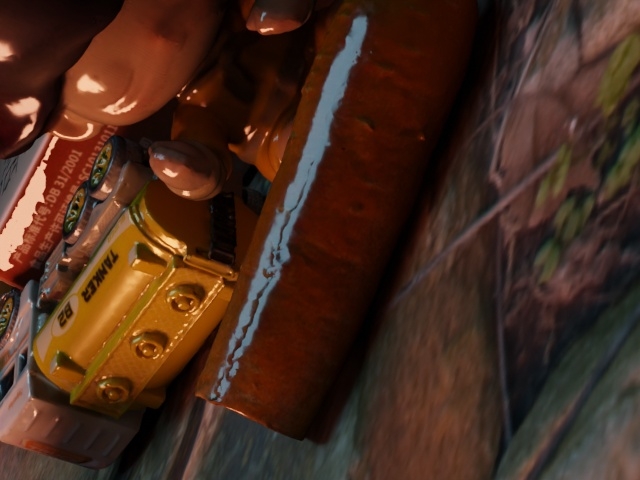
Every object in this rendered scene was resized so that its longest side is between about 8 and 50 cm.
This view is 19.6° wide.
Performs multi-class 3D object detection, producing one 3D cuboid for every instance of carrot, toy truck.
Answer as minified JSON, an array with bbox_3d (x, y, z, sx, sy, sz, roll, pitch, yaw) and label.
[{"bbox_3d":[0.012,-0.025,0.814,0.225,0.067,0.067,-69,17,-2],"label":"carrot"},{"bbox_3d":[-0.112,0.039,1.045,0.227,0.098,0.114,-50,29,39],"label":"toy truck"}]

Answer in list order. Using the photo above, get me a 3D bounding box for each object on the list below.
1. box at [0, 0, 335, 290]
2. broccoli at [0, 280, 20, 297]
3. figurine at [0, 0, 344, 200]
[{"bbox_3d":[-0.074,-0.192,1.192,0.385,0.122,0.344,-57,19,28],"label":"box"},{"bbox_3d":[-0.279,0.059,1.441,0.243,0.263,0.247,50,152,45],"label":"broccoli"},{"bbox_3d":[-0.093,-0.113,0.916,0.192,0.257,0.167,-63,18,-11],"label":"figurine"}]
